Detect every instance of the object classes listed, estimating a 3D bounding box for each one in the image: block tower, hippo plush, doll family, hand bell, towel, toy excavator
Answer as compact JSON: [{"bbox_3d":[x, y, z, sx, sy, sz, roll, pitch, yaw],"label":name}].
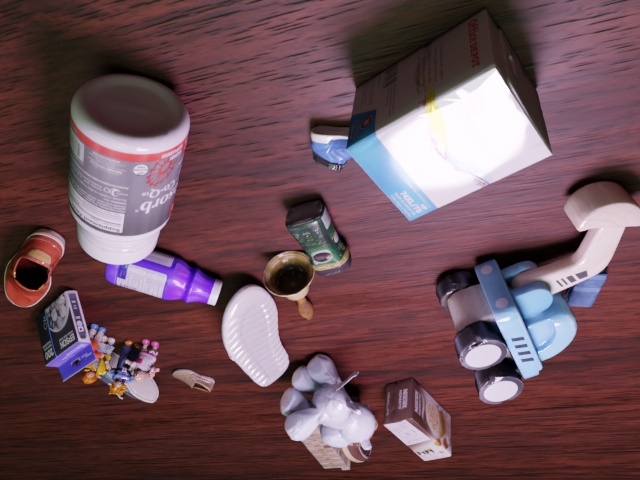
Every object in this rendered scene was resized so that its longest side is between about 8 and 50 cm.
[{"bbox_3d":[0.004,0.669,2.012,0.097,0.091,0.335,-12,131,22],"label":"block tower"},{"bbox_3d":[0.054,0.476,1.718,0.294,0.234,0.236,-29,131,27],"label":"hippo plush"},{"bbox_3d":[-0.613,0.371,1.762,0.263,0.163,0.118,17,135,-8],"label":"doll family"},{"bbox_3d":[-0.052,0.143,1.497,0.126,0.126,0.242,-2,146,12],"label":"hand bell"},{"bbox_3d":[0.621,0.108,1.382,0.067,0.029,0.119,5,135,5],"label":"towel"},{"bbox_3d":[0.489,0.110,1.314,0.445,0.222,0.433,-24,128,12],"label":"toy excavator"}]

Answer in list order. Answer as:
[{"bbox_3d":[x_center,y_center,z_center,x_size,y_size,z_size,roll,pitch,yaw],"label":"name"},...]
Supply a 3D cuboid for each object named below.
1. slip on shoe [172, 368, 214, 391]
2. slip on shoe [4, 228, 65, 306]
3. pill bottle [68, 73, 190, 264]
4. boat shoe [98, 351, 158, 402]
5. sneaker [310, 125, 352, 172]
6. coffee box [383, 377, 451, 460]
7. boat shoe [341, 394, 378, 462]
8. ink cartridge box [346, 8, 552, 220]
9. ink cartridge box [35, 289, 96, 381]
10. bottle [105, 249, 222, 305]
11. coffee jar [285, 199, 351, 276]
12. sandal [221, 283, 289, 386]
[{"bbox_3d":[-0.410,0.452,1.896,0.135,0.041,0.051,21,135,-11],"label":"slip on shoe"},{"bbox_3d":[-0.766,0.093,1.553,0.123,0.101,0.331,29,134,-21],"label":"slip on shoe"},{"bbox_3d":[-0.392,-0.129,1.186,0.210,0.210,0.363,18,136,-8],"label":"pill bottle"},{"bbox_3d":[-0.634,0.442,1.887,0.079,0.095,0.254,-31,122,32],"label":"boat shoe"},{"bbox_3d":[0.056,-0.176,1.167,0.152,0.058,0.084,6,130,9],"label":"sneaker"},{"bbox_3d":[0.300,0.549,1.803,0.098,0.141,0.246,-23,128,29],"label":"coffee box"},{"bbox_3d":[0.127,0.609,1.914,0.123,0.123,0.342,-8,127,19],"label":"boat shoe"},{"bbox_3d":[0.215,-0.208,1.010,0.270,0.198,0.197,-26,125,31],"label":"ink cartridge box"},{"bbox_3d":[-0.726,0.276,1.672,0.206,0.208,0.045,-33,162,34],"label":"ink cartridge box"},{"bbox_3d":[-0.392,0.091,1.491,0.283,0.092,0.118,18,136,-9],"label":"bottle"},{"bbox_3d":[0.000,0.000,1.342,0.096,0.079,0.184,-14,130,19],"label":"coffee jar"},{"bbox_3d":[-0.196,0.265,1.622,0.102,0.169,0.416,34,149,35],"label":"sandal"}]
